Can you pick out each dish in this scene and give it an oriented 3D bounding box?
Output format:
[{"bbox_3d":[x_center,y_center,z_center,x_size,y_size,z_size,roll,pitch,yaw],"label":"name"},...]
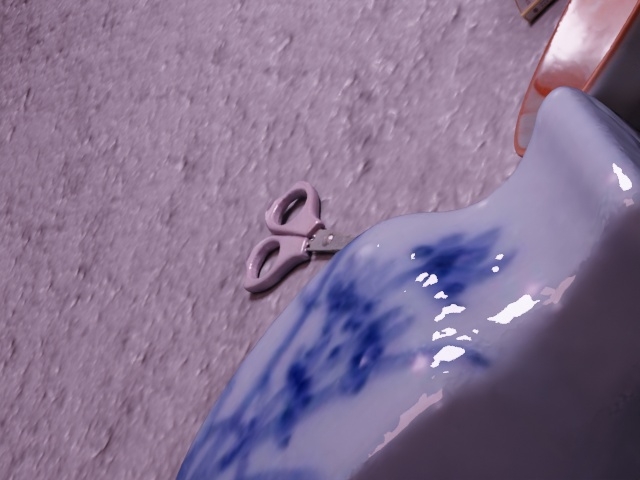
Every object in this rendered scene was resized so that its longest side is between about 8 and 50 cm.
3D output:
[{"bbox_3d":[0.214,-0.147,1.071,0.260,0.085,0.260,-62,3,6],"label":"dish"}]

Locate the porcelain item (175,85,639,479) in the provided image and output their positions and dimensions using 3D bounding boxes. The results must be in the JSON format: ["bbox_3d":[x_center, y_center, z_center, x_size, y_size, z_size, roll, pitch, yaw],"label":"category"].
[{"bbox_3d":[0.056,0.118,0.973,0.405,0.178,0.242,-46,28,14],"label":"porcelain item"}]

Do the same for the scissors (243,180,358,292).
[{"bbox_3d":[0.000,0.000,1.381,0.189,0.015,0.100,6,66,58],"label":"scissors"}]

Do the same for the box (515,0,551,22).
[{"bbox_3d":[0.175,-0.201,1.320,0.083,0.012,0.046,-44,28,22],"label":"box"}]
